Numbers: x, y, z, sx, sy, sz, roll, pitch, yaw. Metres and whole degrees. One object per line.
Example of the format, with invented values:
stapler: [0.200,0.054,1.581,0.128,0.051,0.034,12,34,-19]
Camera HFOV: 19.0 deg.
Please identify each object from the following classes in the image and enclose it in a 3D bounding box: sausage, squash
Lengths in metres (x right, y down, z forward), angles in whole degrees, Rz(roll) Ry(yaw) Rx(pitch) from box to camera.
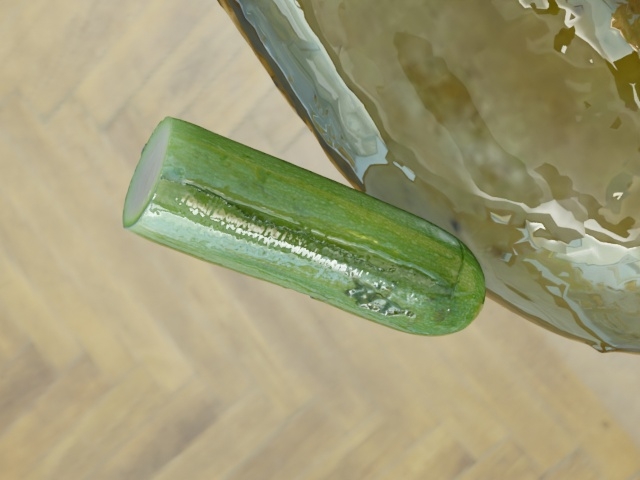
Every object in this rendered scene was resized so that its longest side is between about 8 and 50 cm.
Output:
sausage: [-0.028,-0.190,0.500,0.501,0.123,0.136,63,149,0]
squash: [0.000,0.000,0.416,0.083,0.027,0.027,21,125,-18]
